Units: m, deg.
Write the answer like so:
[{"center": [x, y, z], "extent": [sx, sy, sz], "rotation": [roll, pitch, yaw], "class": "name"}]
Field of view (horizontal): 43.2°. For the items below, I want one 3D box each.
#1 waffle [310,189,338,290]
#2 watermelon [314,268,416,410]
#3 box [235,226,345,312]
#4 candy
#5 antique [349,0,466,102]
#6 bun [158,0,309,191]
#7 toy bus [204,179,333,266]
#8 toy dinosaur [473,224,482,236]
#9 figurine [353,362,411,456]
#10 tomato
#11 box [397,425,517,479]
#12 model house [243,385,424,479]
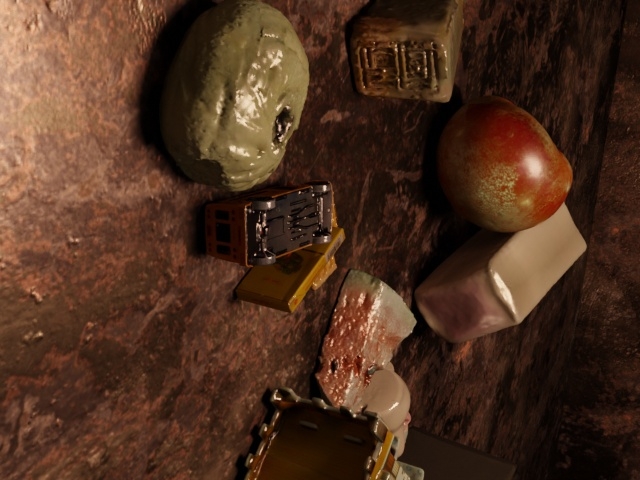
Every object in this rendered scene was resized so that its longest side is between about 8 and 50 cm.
[{"center": [0.000, 0.000, 1.222], "extent": [0.092, 0.021, 0.135], "rotation": [-47, 139, -44], "class": "waffle"}, {"center": [0.059, 0.175, 1.353], "extent": [0.241, 0.094, 0.154], "rotation": [-62, 141, -21], "class": "watermelon"}, {"center": [-0.039, 0.031, 1.094], "extent": [0.155, 0.086, 0.023], "rotation": [-53, 146, -38], "class": "box"}, {"center": [0.378, 0.058, 1.669], "extent": [0.358, 0.208, 0.145], "rotation": [-36, 98, -41], "class": "candy"}, {"center": [0.162, -0.344, 1.282], "extent": [0.284, 0.150, 0.125], "rotation": [-62, 153, -42], "class": "antique"}, {"center": [-0.082, -0.164, 0.912], "extent": [0.221, 0.108, 0.221], "rotation": [-31, 127, -53], "class": "bun"}, {"center": [-0.059, -0.028, 1.034], "extent": [0.194, 0.088, 0.083], "rotation": [-20, 114, -55], "class": "toy bus"}, {"center": [0.405, -0.044, 1.894], "extent": [0.144, 0.076, 0.329], "rotation": [11, 89, -55], "class": "toy dinosaur"}, {"center": [0.102, 0.341, 1.443], "extent": [0.155, 0.127, 0.236], "rotation": [-76, 161, -44], "class": "figurine"}, {"center": [0.339, -0.136, 1.552], "extent": [0.222, 0.270, 0.270], "rotation": [-45, 153, 11], "class": "tomato"}, {"center": [0.221, 0.587, 1.622], "extent": [0.345, 0.251, 0.205], "rotation": [-40, 135, -48], "class": "box"}, {"center": [0.007, 0.355, 1.180], "extent": [0.199, 0.224, 0.215], "rotation": [-64, 145, -28], "class": "model house"}]
